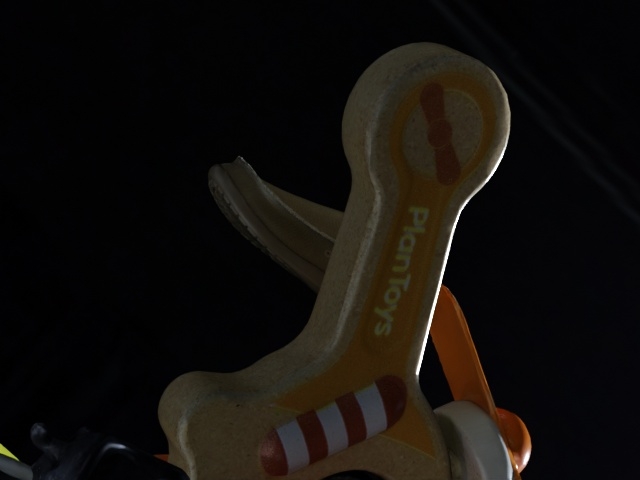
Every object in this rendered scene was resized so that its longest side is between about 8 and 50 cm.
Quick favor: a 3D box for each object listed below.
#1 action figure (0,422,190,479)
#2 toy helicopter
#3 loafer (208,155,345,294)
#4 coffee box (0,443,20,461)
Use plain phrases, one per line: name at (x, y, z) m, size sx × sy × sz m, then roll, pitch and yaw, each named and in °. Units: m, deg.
action figure at (-0.180, 0.080, 0.602) m, size 0.276 × 0.164 × 0.141 m, roll 17°, pitch -44°, yaw 31°
toy helicopter at (0.033, 0.074, 0.996) m, size 0.140 × 0.235 × 0.355 m, roll 41°, pitch -61°, yaw 57°
loafer at (0.000, 0.000, 1.060) m, size 0.148 × 0.050 × 0.056 m, roll 42°, pitch -5°, yaw -21°
coffee box at (-0.370, 0.288, 1.434) m, size 0.338 × 0.334 × 0.337 m, roll 46°, pitch -1°, yaw -24°
